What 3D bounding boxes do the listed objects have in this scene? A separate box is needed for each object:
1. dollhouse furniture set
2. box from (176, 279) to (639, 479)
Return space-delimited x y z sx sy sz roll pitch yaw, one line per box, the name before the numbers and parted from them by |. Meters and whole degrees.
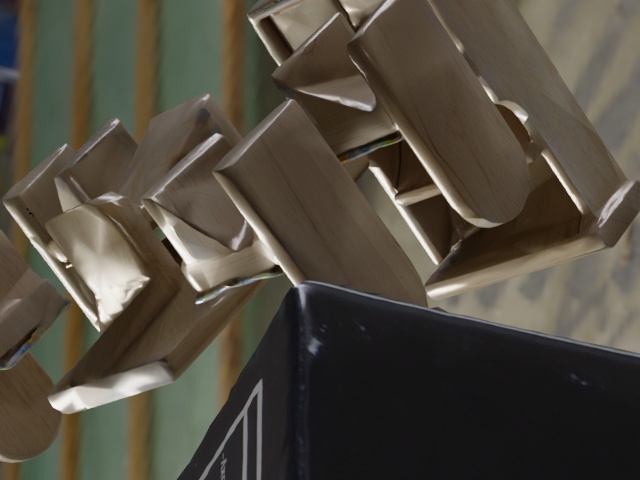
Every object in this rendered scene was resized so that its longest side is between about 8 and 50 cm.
dollhouse furniture set | 0.000 0.000 1.268 0.362 0.256 0.394 -20 21 46
box | 0.024 0.223 0.552 0.294 0.183 0.296 124 153 -46
